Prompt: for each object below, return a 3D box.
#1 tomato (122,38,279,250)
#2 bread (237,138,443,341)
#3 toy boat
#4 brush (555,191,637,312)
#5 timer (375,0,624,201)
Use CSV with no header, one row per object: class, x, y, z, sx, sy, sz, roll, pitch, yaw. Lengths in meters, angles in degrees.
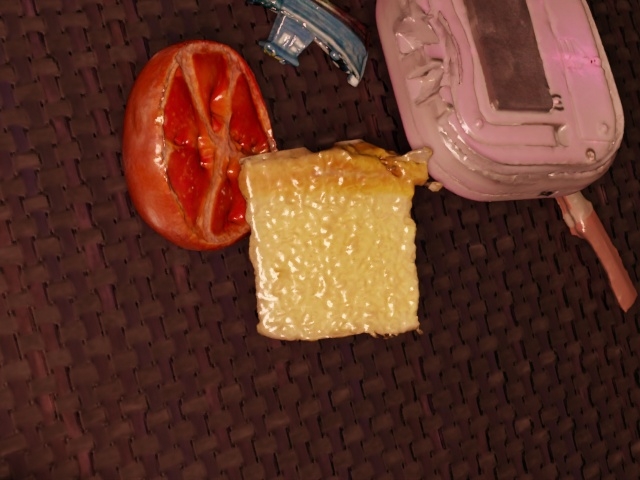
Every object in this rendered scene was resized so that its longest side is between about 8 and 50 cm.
tomato,-0.097,-0.068,0.904,0.155,0.069,0.156,12,76,-61
bread,0.000,0.000,0.935,0.152,0.127,0.147,-1,87,-31
toy boat,-0.018,-0.167,0.988,0.137,0.060,0.061,28,95,-27
brush,0.203,-0.065,1.103,0.084,0.071,0.301,-41,105,-33
timer,0.144,-0.134,0.992,0.190,0.069,0.209,-5,73,-30
